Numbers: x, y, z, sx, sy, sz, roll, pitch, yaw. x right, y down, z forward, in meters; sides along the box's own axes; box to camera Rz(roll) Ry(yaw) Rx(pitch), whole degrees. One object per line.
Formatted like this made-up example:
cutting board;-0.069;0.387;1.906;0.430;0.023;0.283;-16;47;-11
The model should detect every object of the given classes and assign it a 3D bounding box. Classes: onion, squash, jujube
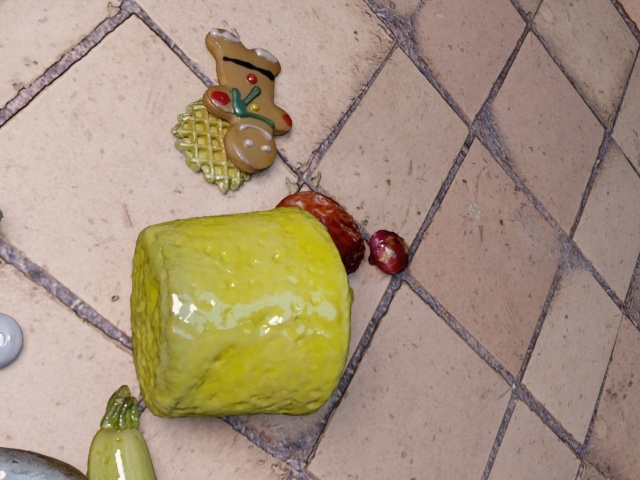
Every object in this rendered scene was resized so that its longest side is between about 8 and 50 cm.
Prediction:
onion;0.147;0.027;1.361;0.107;0.097;0.107;46;21;-23
squash;-0.313;0.379;0.964;0.137;0.137;0.287;-5;69;-36
jujube;0.000;0.000;1.228;0.236;0.168;0.168;30;63;-49

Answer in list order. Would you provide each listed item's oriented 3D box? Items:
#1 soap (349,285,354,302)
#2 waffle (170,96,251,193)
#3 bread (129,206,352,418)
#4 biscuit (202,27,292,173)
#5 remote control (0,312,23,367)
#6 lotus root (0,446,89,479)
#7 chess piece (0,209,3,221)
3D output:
soap;0.010;0.116;1.277;0.168;0.033;0.089;-25;97;-37
waffle;-0.194;-0.188;1.192;0.183;0.036;0.169;51;54;-14
bread;-0.140;0.124;0.990;0.307;0.348;0.348;-5;83;-30
biscuit;-0.137;-0.271;1.214;0.197;0.049;0.301;11;64;-34
remote control;-0.549;0.150;0.865;0.244;0.047;0.087;-3;85;-34
lotus root;-0.468;0.353;0.826;0.322;0.140;0.158;23;50;-24
chess piece;-0.593;-0.092;0.824;0.298;0.176;0.176;49;57;-8
